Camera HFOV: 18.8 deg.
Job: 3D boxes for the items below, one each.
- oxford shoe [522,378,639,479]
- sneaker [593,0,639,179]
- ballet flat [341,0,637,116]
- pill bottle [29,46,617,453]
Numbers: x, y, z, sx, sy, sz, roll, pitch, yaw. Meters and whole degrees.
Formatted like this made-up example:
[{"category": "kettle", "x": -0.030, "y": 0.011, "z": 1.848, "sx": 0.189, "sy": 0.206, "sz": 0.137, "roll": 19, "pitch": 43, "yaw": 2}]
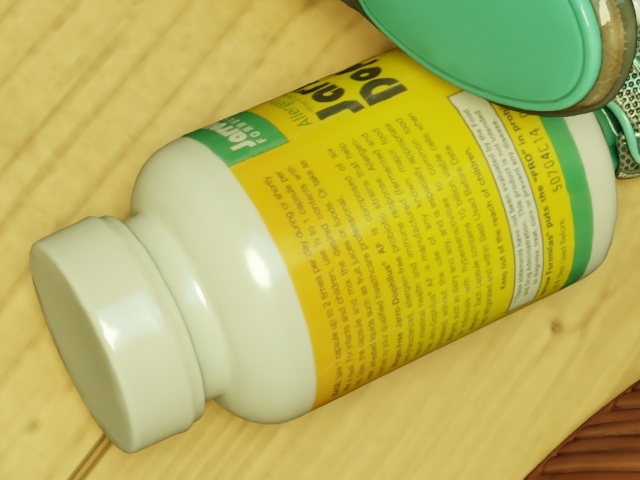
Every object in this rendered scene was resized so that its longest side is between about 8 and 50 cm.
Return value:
[{"category": "oxford shoe", "x": 0.124, "y": 0.181, "z": 0.742, "sx": 0.146, "sy": 0.140, "sz": 0.397, "roll": 47, "pitch": 71, "yaw": -14}, {"category": "sneaker", "x": 0.159, "y": -0.052, "z": 0.844, "sx": 0.166, "sy": 0.065, "sz": 0.076, "roll": 34, "pitch": 87, "yaw": -2}, {"category": "ballet flat", "x": 0.028, "y": -0.135, "z": 0.741, "sx": 0.096, "sy": 0.095, "sz": 0.280, "roll": -24, "pitch": 43, "yaw": -39}, {"category": "pill bottle", "x": 0.000, "y": 0.000, "z": 0.748, "sx": 0.208, "sy": 0.117, "sz": 0.117, "roll": -24, "pitch": 85, "yaw": -19}]
